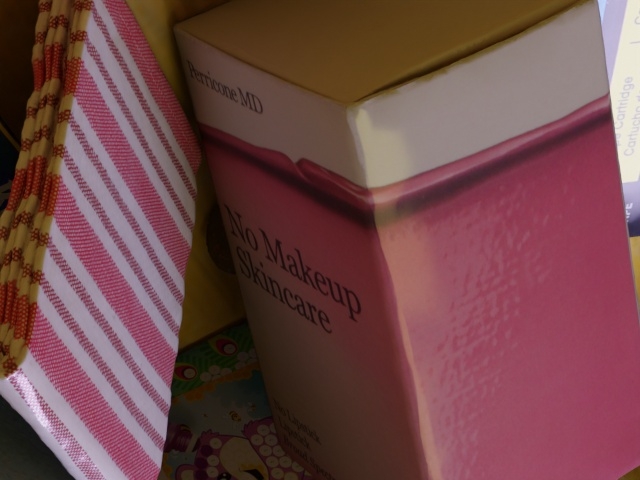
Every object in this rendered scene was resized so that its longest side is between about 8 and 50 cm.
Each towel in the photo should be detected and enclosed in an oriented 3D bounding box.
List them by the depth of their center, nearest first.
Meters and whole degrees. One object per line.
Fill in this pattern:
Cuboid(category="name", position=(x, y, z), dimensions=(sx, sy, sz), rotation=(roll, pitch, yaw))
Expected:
Cuboid(category="towel", position=(-0.088, 0.001, 0.680), dimensions=(0.029, 0.197, 0.144), rotation=(-4, 147, 14))

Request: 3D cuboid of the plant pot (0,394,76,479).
Cuboid(category="plant pot", position=(-0.190, 0.171, 0.672), dimensions=(0.247, 0.252, 0.248), rotation=(-47, 145, 5))

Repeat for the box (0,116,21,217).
Cuboid(category="box", position=(-0.135, -0.015, 0.701), dimensions=(0.054, 0.059, 0.169), rotation=(-38, 145, -6))

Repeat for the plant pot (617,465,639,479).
Cuboid(category="plant pot", position=(0.263, 0.195, 1.217), dimensions=(0.212, 0.187, 0.212), rotation=(-20, 139, -29))

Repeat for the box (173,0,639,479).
Cuboid(category="box", position=(0.044, 0.002, 0.763), dimensions=(0.127, 0.148, 0.232), rotation=(-27, 121, -23))

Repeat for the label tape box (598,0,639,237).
Cuboid(category="label tape box", position=(0.220, -0.128, 0.875), dimensions=(0.347, 0.115, 0.249), rotation=(-6, 136, -8))

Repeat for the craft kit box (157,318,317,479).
Cuboid(category="craft kit box", position=(-0.005, 0.149, 0.841), dimensions=(0.246, 0.250, 0.061), rotation=(-29, 144, -22))

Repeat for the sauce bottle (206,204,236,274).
Cuboid(category="sauce bottle", position=(0.000, 0.000, 0.871), dimensions=(0.128, 0.042, 0.042), rotation=(6, 122, -47))
